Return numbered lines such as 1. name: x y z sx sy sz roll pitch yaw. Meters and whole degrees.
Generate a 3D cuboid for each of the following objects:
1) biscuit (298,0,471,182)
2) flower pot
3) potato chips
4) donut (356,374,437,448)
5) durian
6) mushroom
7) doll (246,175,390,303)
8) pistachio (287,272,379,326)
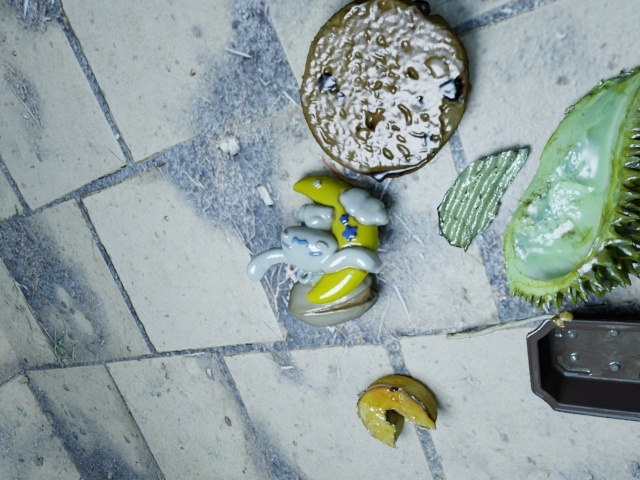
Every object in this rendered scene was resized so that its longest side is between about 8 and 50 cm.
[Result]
1. biscuit: 0.099 -0.242 0.824 0.296 0.075 0.295 11 120 20
2. flower pot: 0.470 0.188 0.809 0.251 0.084 0.178 -2 110 29
3. potato chips: 0.257 -0.076 0.840 0.092 0.028 0.207 30 125 12
4. donut: 0.157 0.348 1.064 0.146 0.078 0.181 47 132 4
5. durian: 0.412 -0.056 0.742 0.198 0.163 0.394 48 133 53
6. mushroom: 0.309 0.148 0.860 0.286 0.028 0.025 147 124 -62
7. doll: 0.000 0.000 0.936 0.252 0.111 0.237 20 94 23
8. pistachio: 0.023 0.110 0.998 0.185 0.124 0.124 -16 103 27
